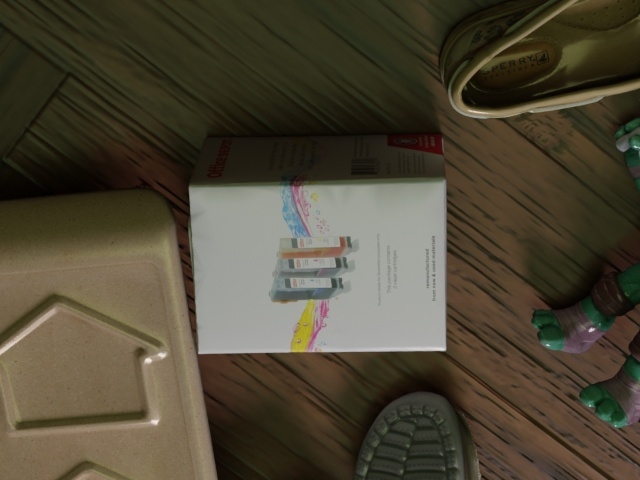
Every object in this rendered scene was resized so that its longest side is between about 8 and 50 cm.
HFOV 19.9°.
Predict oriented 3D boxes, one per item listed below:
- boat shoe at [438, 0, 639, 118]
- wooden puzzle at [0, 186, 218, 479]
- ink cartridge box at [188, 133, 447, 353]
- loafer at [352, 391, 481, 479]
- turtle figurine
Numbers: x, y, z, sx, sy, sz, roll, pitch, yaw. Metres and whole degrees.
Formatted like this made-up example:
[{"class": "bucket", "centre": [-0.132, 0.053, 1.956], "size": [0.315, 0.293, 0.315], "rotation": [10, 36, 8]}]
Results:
[{"class": "boat shoe", "centre": [0.221, -0.146, 1.249], "size": [0.285, 0.089, 0.104], "rotation": [-23, 105, 9]}, {"class": "wooden puzzle", "centre": [-0.233, 0.142, 1.322], "size": [0.322, 0.080, 0.347], "rotation": [-5, 102, 9]}, {"class": "ink cartridge box", "centre": [0.000, 0.000, 1.283], "size": [0.176, 0.128, 0.127], "rotation": [0, 108, 3]}, {"class": "loafer", "centre": [0.083, 0.236, 1.388], "size": [0.094, 0.087, 0.251], "rotation": [4, 98, 28]}, {"class": "turtle figurine", "centre": [0.252, 0.010, 1.273], "size": [0.118, 0.175, 0.234], "rotation": [23, 116, -24]}]
